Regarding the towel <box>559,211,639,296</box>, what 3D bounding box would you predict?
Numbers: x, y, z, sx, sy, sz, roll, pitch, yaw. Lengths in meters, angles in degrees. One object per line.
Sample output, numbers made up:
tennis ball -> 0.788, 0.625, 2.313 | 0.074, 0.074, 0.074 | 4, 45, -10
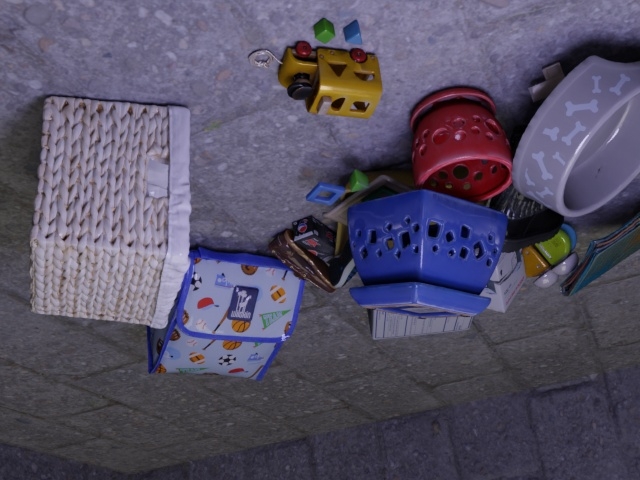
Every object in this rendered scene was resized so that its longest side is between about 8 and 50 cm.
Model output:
towel -> 0.761, -0.011, 1.964 | 0.370, 0.040, 0.271 | -31, 157, -17

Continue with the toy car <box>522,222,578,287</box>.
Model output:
toy car -> 0.583, 0.019, 2.059 | 0.136, 0.159, 0.182 | -31, 169, -37

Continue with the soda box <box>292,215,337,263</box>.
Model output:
soda box -> 0.000, 0.000, 1.959 | 0.060, 0.053, 0.169 | -21, 149, 25

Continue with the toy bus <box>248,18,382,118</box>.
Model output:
toy bus -> 0.007, -0.269, 1.394 | 0.202, 0.104, 0.191 | -20, 149, 23

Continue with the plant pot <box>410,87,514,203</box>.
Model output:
plant pot -> 0.264, -0.181, 1.544 | 0.191, 0.174, 0.191 | -6, 152, -3

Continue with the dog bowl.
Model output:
dog bowl -> 0.518, -0.191, 1.486 | 0.348, 0.102, 0.349 | -27, 144, -22

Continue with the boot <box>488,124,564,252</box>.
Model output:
boot -> 0.477, -0.127, 1.744 | 0.348, 0.131, 0.260 | -24, 137, -53

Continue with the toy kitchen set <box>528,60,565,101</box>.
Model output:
toy kitchen set -> 0.431, -0.294, 1.523 | 0.068, 0.075, 0.083 | -21, 110, 19

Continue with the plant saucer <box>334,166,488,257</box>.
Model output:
plant saucer -> 0.199, -0.070, 1.843 | 0.332, 0.081, 0.333 | -4, 152, -4

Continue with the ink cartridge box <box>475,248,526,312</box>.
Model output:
ink cartridge box -> 0.441, 0.061, 1.999 | 0.082, 0.139, 0.191 | 12, 136, 36

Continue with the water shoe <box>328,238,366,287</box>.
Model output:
water shoe -> 0.082, 0.056, 1.895 | 0.080, 0.073, 0.203 | -1, 154, -21

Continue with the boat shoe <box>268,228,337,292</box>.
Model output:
boat shoe -> -0.040, 0.060, 1.981 | 0.073, 0.073, 0.207 | -37, 109, 19

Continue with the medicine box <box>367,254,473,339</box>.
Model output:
medicine box -> 0.274, 0.145, 2.194 | 0.289, 0.149, 0.263 | -7, 152, -1

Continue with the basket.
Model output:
basket -> -0.389, -0.047, 1.492 | 0.266, 0.328, 0.331 | 5, 151, -17

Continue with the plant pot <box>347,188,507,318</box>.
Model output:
plant pot -> 0.201, 0.038, 1.578 | 0.236, 0.212, 0.236 | 14, 166, -34

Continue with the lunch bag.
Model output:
lunch bag -> -0.249, 0.182, 2.074 | 0.327, 0.239, 0.385 | 9, 133, -26

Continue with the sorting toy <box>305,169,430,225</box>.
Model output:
sorting toy -> 0.132, -0.057, 1.716 | 0.347, 0.047, 0.196 | 20, 142, -41
